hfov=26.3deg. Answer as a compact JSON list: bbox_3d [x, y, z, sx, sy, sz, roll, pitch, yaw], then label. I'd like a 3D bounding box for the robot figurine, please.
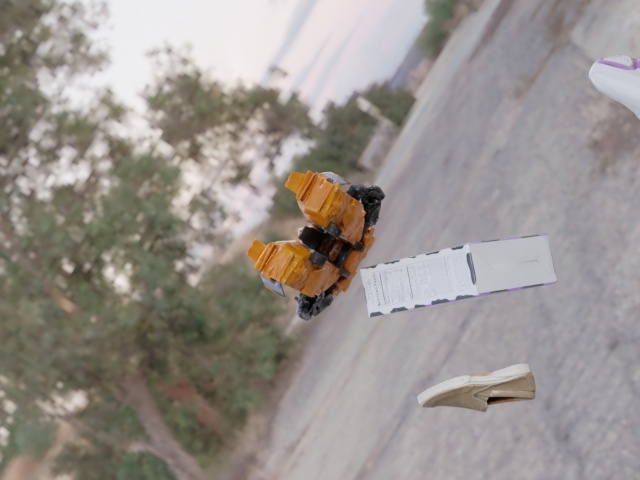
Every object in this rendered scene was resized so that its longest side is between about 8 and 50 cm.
[{"bbox_3d":[0.000,0.000,1.827,0.211,0.085,0.291,-60,-15,-1],"label":"robot figurine"}]

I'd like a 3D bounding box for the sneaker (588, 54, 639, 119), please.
[{"bbox_3d":[0.456,-0.119,1.680,0.152,0.305,0.114,-63,-4,25],"label":"sneaker"}]

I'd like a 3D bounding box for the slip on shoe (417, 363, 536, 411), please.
[{"bbox_3d":[0.180,0.177,1.572,0.135,0.041,0.051,-12,-19,-7],"label":"slip on shoe"}]

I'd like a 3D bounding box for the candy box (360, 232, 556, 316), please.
[{"bbox_3d":[0.179,0.046,1.797,0.165,0.070,0.196,-6,-6,-43],"label":"candy box"}]
